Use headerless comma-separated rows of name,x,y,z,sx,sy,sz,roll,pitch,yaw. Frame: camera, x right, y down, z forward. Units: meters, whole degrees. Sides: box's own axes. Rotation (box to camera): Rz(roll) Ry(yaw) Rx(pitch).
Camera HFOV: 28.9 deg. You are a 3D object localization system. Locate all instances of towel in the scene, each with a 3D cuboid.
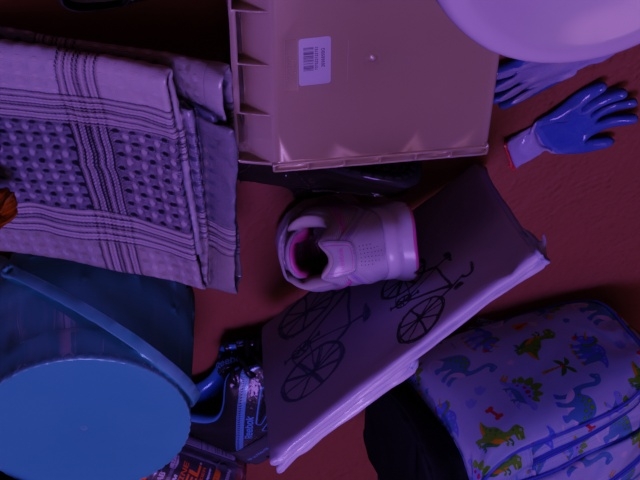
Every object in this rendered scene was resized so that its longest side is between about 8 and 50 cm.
towel,-0.234,-0.072,1.235,0.324,0.056,0.312,9,136,9

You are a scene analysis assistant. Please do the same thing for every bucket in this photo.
bucket,-0.270,0.145,1.424,0.281,0.183,0.281,-6,135,-6

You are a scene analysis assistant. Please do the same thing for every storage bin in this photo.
storage bin,0.040,-0.206,1.180,0.260,0.123,0.262,-5,136,-6

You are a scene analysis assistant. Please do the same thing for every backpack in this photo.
backpack,0.264,0.227,1.560,0.355,0.290,0.273,-4,121,-16

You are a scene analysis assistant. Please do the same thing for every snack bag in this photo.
snack bag,0.074,0.065,1.307,0.342,0.323,0.037,-39,107,9

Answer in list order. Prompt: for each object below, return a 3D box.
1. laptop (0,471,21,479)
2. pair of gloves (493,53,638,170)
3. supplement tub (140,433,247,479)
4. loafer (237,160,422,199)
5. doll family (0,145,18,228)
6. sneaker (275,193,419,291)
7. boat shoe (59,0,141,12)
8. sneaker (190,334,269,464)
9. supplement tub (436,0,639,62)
laptop,-0.403,0.318,1.509,0.136,0.234,0.264,-13,114,-26
pair of gloves,0.255,-0.155,1.345,0.159,0.023,0.198,-23,135,11
supplement tub,-0.204,0.294,1.635,0.198,0.106,0.106,23,127,-20
loafer,0.000,-0.083,1.302,0.220,0.080,0.078,13,142,13
doll family,-0.395,-0.017,1.222,0.263,0.118,0.163,-19,179,43
sneaker,0.000,0.000,1.319,0.111,0.103,0.252,-8,-178,-25
boat shoe,-0.180,-0.239,1.161,0.133,0.042,0.049,-7,133,-6
sneaker,-0.046,0.161,1.527,0.139,0.125,0.341,26,124,-31
supplement tub,0.163,-0.320,0.941,0.241,0.331,0.241,-6,136,-6
